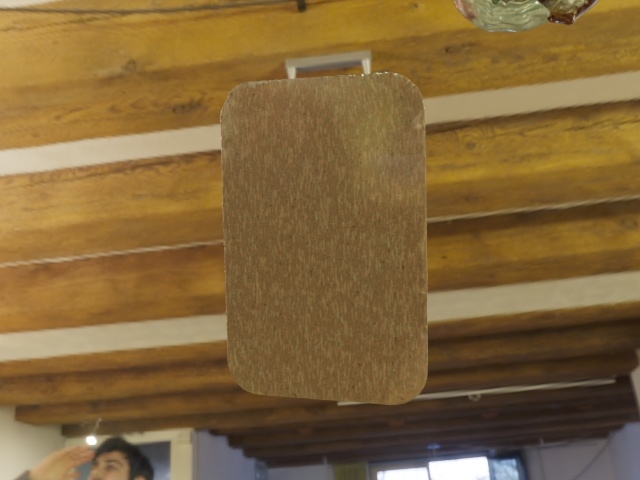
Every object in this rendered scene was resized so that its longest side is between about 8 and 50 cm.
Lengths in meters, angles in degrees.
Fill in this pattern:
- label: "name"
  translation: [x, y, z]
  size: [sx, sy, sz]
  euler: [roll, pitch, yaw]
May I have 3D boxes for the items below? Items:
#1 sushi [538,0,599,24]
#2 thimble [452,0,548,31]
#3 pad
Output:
- label: "sushi"
  translation: [0.204, -0.207, 0.559]
  size: [0.046, 0.083, 0.044]
  euler: [39, -3, -18]
- label: "thimble"
  translation: [0.266, -0.370, 0.923]
  size: [0.211, 0.185, 0.149]
  euler: [1, 22, 17]
- label: "pad"
  translation: [0.000, 0.000, 0.583]
  size: [0.176, 0.266, 0.002]
  euler: [0, 4, 18]
